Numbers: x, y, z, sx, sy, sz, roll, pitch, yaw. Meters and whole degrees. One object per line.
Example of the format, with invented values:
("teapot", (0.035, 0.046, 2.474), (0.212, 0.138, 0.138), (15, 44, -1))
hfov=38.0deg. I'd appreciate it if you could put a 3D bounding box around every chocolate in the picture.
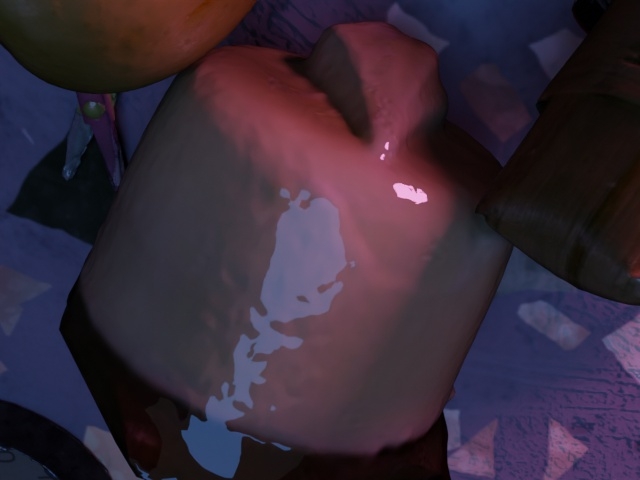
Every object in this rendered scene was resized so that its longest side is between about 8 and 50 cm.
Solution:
("chocolate", (0.000, 0.000, 0.698), (0.314, 0.326, 0.297), (2, 132, -41))

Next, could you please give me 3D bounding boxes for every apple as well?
("apple", (-0.139, -0.234, 0.618), (0.258, 0.295, 0.233), (-48, 123, -11))

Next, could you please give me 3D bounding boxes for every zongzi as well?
("zongzi", (0.336, -0.134, 0.650), (0.181, 0.418, 0.447), (40, 100, 32))

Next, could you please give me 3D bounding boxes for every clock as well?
("clock", (-0.388, 0.322, 1.082), (0.313, 0.061, 0.312), (4, 119, 7))

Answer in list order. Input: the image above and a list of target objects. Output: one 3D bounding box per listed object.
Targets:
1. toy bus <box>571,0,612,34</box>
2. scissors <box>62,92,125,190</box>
("toy bus", (0.257, -0.236, 0.672), (0.089, 0.081, 0.195), (13, 120, -10))
("scissors", (-0.197, -0.123, 0.822), (0.134, 0.020, 0.187), (12, 129, -2))
